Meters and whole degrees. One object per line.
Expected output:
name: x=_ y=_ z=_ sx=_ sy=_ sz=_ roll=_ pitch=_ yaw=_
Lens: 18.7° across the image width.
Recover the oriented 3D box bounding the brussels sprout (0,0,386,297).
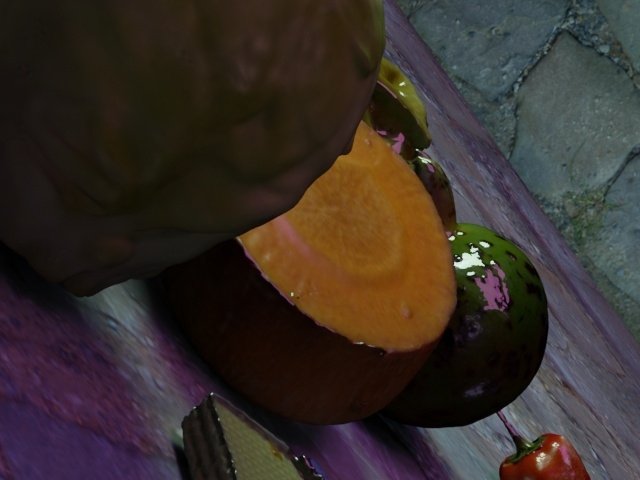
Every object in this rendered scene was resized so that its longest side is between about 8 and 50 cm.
brussels sprout: x=-0.107 y=-0.130 z=1.243 sx=0.242 sy=0.316 sz=0.273 roll=31 pitch=-29 yaw=47

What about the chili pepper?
chili pepper: x=0.217 y=0.230 z=1.891 sx=0.192 sy=0.084 sz=0.086 roll=53 pitch=-21 yaw=1

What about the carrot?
carrot: x=0.000 y=0.000 z=1.500 sx=0.258 sy=0.100 sz=0.307 roll=46 pitch=35 yaw=-5

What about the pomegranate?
pomegranate: x=0.099 y=0.046 z=1.693 sx=0.202 sy=0.202 sz=0.248 roll=-73 pitch=149 yaw=-76

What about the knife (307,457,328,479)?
knife: x=0.013 y=0.196 z=1.417 sx=0.027 sy=0.010 sz=0.096 roll=32 pitch=19 yaw=-55

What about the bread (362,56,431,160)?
bread: x=-0.037 y=-0.135 z=1.781 sx=0.252 sy=0.238 sz=0.196 roll=40 pitch=-22 yaw=-22

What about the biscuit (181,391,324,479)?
biscuit: x=-0.013 y=0.209 z=1.193 sx=0.147 sy=0.046 sz=0.250 roll=41 pitch=16 yaw=-34
